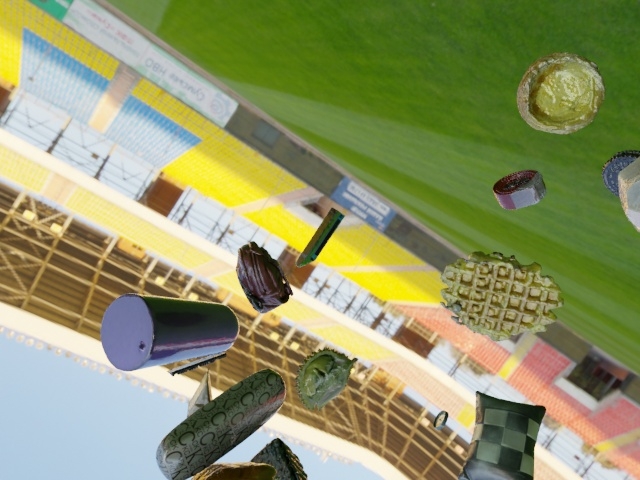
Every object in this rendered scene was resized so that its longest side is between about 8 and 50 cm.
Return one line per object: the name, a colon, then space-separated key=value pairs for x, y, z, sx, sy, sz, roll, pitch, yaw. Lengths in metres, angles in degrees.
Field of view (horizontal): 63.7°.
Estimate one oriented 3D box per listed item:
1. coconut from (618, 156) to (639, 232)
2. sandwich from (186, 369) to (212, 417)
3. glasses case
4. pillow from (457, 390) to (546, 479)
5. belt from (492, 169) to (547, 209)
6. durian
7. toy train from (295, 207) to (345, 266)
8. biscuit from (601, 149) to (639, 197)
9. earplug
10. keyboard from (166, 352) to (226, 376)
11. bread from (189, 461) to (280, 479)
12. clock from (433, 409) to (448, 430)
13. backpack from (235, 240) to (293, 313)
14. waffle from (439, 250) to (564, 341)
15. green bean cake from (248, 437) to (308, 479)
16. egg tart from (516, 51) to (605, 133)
coconut: x=0.806 y=-0.109 z=1.174 sx=0.231 sy=0.227 sz=0.227 roll=24 pitch=-169 yaw=-44
sandwich: x=-0.361 y=0.450 z=1.517 sx=0.074 sy=0.116 sz=0.074 roll=-5 pitch=-164 yaw=-9
glasses case: x=-0.233 y=0.447 z=1.264 sx=0.085 sy=0.355 sz=0.137 roll=26 pitch=136 yaw=43
pillow: x=0.474 y=0.528 z=1.340 sx=0.186 sy=0.249 sz=0.106 roll=7 pitch=144 yaw=27
belt: x=0.844 y=-0.208 z=2.170 sx=0.124 sy=0.201 sz=0.127 roll=50 pitch=-147 yaw=-36
durian: x=0.014 y=0.358 z=1.407 sx=0.102 sy=0.208 sz=0.146 roll=0 pitch=110 yaw=64
toy train: x=0.000 y=0.000 z=1.567 sx=0.042 sy=0.209 sz=0.044 roll=33 pitch=-178 yaw=-27
biscuit: x=1.064 y=-0.221 z=1.756 sx=0.195 sy=0.053 sz=0.194 roll=36 pitch=148 yaw=27
earplug: x=-0.428 y=0.275 z=1.602 sx=0.215 sy=0.215 sz=0.456 roll=37 pitch=-169 yaw=27
keyboard: x=-0.412 y=0.413 z=1.727 sx=0.196 sy=0.018 sz=0.060 roll=-14 pitch=-176 yaw=-32
bread: x=-0.214 y=0.601 z=1.197 sx=0.246 sy=0.121 sz=0.174 roll=-10 pitch=-172 yaw=31
clock: x=0.483 y=0.721 z=2.066 sx=0.017 sy=0.085 sz=0.085 roll=34 pitch=-175 yaw=-2
backpack: x=-0.186 y=0.104 z=1.603 sx=0.229 sy=0.139 sz=0.229 roll=156 pitch=90 yaw=-86
waffle: x=0.441 y=0.135 z=1.270 sx=0.280 sy=0.262 sz=0.060 roll=50 pitch=-151 yaw=-13
green bean cake: x=-0.134 y=0.663 z=1.364 sx=0.107 sy=0.208 sz=0.193 roll=53 pitch=176 yaw=-30
egg tart: x=0.614 y=-0.379 z=1.328 sx=0.213 sy=0.212 sz=0.090 roll=34 pitch=-157 yaw=-1
